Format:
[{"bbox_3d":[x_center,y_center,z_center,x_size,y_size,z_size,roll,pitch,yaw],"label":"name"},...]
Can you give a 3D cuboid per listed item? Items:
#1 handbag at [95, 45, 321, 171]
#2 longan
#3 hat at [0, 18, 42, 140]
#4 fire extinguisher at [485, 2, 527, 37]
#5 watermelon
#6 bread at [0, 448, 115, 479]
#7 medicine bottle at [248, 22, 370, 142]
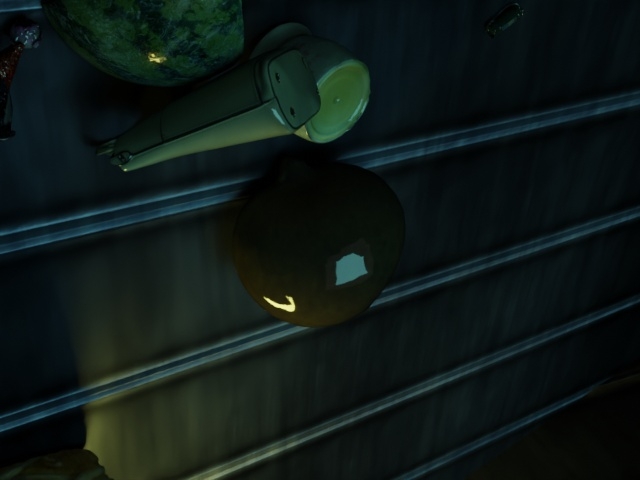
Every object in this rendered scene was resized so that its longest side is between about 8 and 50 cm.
[{"bbox_3d":[-0.163,-0.152,1.467,0.315,0.109,0.241,-22,-171,20],"label":"handbag"},{"bbox_3d":[0.000,0.000,1.800,0.300,0.243,0.300,-3,96,-24],"label":"longan"},{"bbox_3d":[-0.403,-0.169,1.301,0.227,0.140,0.129,-55,157,-8],"label":"hat"},{"bbox_3d":[0.330,-0.395,1.919,0.083,0.025,0.038,-36,122,-14],"label":"fire extinguisher"},{"bbox_3d":[-0.204,-0.279,1.367,0.176,0.256,0.260,-76,161,-44],"label":"watermelon"},{"bbox_3d":[-0.471,0.571,1.775,0.390,0.371,0.279,-6,126,-48],"label":"bread"},{"bbox_3d":[-0.021,-0.235,1.606,0.147,0.143,0.147,-33,144,-29],"label":"medicine bottle"}]
